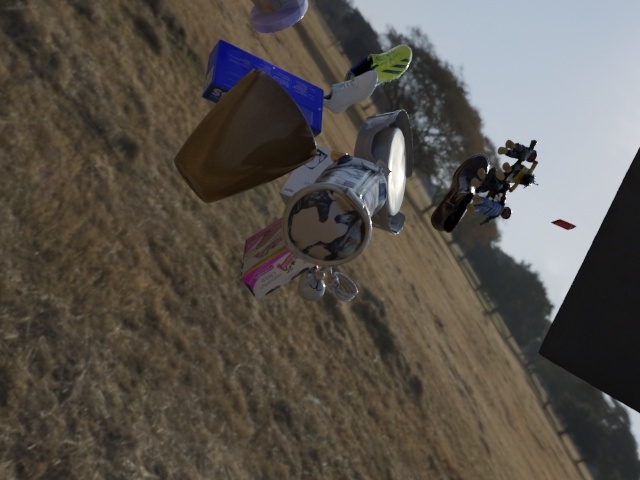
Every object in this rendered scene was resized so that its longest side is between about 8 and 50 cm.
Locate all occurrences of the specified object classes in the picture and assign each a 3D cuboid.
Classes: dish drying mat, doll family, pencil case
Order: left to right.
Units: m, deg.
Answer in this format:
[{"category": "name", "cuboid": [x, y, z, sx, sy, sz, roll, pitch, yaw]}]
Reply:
[{"category": "pencil case", "cuboid": [0.043, -0.073, 1.262, 0.160, 0.183, 0.410, 38, 18, -1]}, {"category": "doll family", "cuboid": [0.369, -0.112, 1.229, 0.111, 0.193, 0.076, 8, 46, -40]}, {"category": "dish drying mat", "cuboid": [0.697, -0.045, 1.775, 0.083, 0.032, 0.008, 16, 64, -35]}]

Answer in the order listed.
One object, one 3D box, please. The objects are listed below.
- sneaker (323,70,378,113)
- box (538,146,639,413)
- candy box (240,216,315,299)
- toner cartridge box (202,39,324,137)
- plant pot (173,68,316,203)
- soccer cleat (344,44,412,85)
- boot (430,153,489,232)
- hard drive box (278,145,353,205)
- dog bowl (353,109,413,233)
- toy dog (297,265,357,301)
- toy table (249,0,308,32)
[{"category": "sneaker", "cuboid": [0.083, -0.470, 1.936, 0.094, 0.212, 0.080, 24, 53, -36]}, {"category": "box", "cuboid": [0.531, 0.040, 0.947, 0.179, 0.343, 0.313, 31, 24, 31]}, {"category": "candy box", "cuboid": [-0.095, 0.024, 1.413, 0.071, 0.159, 0.233, 55, 8, -20]}, {"category": "toner cartridge box", "cuboid": [-0.156, -0.421, 1.773, 0.348, 0.075, 0.165, 20, 59, -27]}, {"category": "plant pot", "cuboid": [-0.179, -0.199, 1.344, 0.237, 0.254, 0.237, 46, -15, 16]}, {"category": "soccer cleat", "cuboid": [0.199, -0.579, 2.050, 0.093, 0.289, 0.121, 43, -21, 28]}, {"category": "boot", "cuboid": [0.391, -0.125, 1.656, 0.090, 0.248, 0.207, 34, 5, -3]}, {"category": "hard drive box", "cuboid": [-0.005, -0.208, 2.188, 0.181, 0.232, 0.089, 20, -23, 25]}, {"category": "dog bowl", "cuboid": [0.178, -0.194, 1.748, 0.349, 0.102, 0.348, 4, 90, -70]}, {"category": "toy dog", "cuboid": [0.000, 0.000, 1.709, 0.220, 0.161, 0.333, 3, 47, -35]}, {"category": "toy table", "cuboid": [-0.141, -0.722, 1.768, 0.274, 0.252, 0.160, -117, -178, -53]}]
